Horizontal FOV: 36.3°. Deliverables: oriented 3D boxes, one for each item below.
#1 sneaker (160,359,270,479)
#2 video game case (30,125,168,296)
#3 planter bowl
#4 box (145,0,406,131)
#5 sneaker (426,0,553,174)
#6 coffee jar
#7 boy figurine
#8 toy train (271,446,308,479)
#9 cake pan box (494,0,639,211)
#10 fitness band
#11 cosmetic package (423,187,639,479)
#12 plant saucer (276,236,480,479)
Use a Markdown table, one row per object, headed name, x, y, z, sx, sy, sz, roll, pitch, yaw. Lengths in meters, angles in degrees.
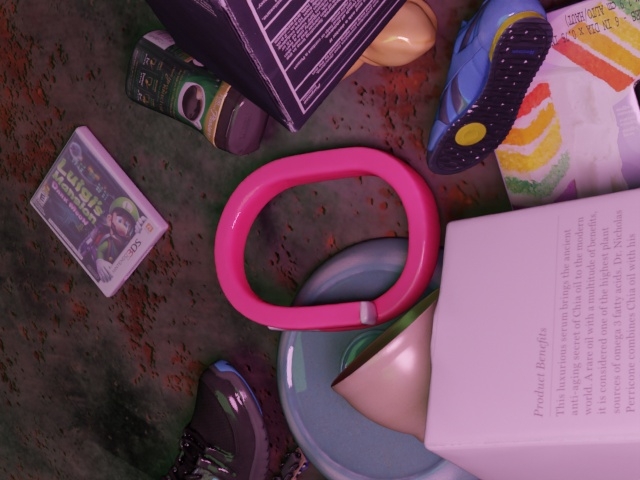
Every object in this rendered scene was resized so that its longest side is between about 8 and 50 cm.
| name | x | y | z | sx | sy | sz | roll | pitch | yaw |
| --- | --- | --- | --- | --- | --- | --- | --- | --- | --- |
| sneaker | -0.156 | 0.327 | 1.334 | 0.125 | 0.140 | 0.341 | 34 | 126 | 52 |
| video game case | -0.320 | -0.038 | 1.391 | 0.190 | 0.022 | 0.173 | 50 | 126 | 8 |
| planter bowl | 0.106 | 0.137 | 1.006 | 0.109 | 0.162 | 0.162 | 48 | 127 | 3 |
| box | -0.022 | -0.297 | 0.857 | 0.183 | 0.294 | 0.296 | 38 | 85 | 17 |
| sneaker | 0.153 | -0.155 | 0.940 | 0.209 | 0.069 | 0.082 | 113 | 148 | -43 |
| coffee jar | -0.145 | -0.179 | 1.186 | 0.184 | 0.079 | 0.096 | 31 | 120 | 21 |
| boy figurine | -0.006 | -0.247 | 1.063 | 0.285 | 0.092 | 0.177 | 10 | 113 | 29 |
| toy train | -0.052 | 0.341 | 1.353 | 0.027 | 0.036 | 0.158 | 58 | 136 | 36 |
| cake pan box | 0.295 | -0.116 | 0.933 | 0.267 | 0.070 | 0.245 | -10 | 104 | 35 |
| fitness band | 0.000 | 0.000 | 1.127 | 0.291 | 0.054 | 0.209 | -6 | 79 | 33 |
| cosmetic package | 0.328 | 0.081 | 0.822 | 0.453 | 0.161 | 0.230 | -9 | 58 | 34 |
| plant saucer | 0.075 | 0.153 | 1.128 | 0.317 | 0.044 | 0.317 | -1 | 87 | 29 |
